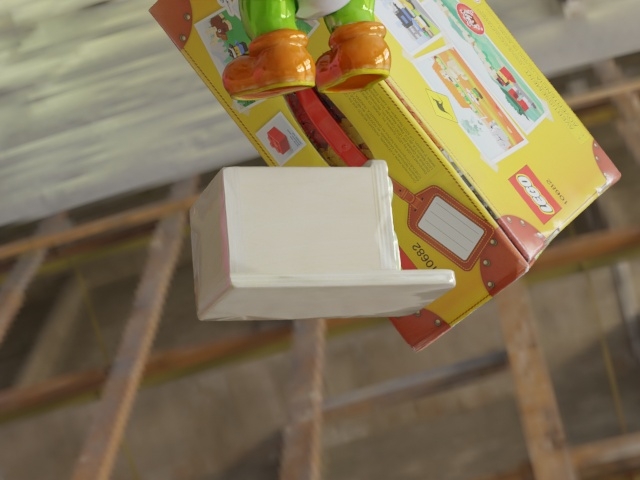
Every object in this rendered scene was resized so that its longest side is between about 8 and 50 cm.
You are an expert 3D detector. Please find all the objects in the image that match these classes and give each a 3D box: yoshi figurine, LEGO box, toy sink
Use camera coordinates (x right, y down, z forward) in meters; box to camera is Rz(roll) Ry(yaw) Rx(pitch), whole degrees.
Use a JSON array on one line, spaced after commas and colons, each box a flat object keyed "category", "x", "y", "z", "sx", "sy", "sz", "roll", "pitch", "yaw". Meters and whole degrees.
[{"category": "yoshi figurine", "x": -0.048, "y": -0.321, "z": 1.668, "sx": 0.203, "sy": 0.362, "sz": 0.203, "roll": -8, "pitch": 179, "yaw": 13}, {"category": "LEGO box", "x": 0.093, "y": -0.169, "z": 2.010, "sx": 0.193, "sy": 0.500, "sz": 0.372, "roll": -39, "pitch": 177, "yaw": 32}, {"category": "toy sink", "x": 0.000, "y": 0.000, "z": 1.683, "sx": 0.234, "sy": 0.131, "sz": 0.153, "roll": 0, "pitch": 166, "yaw": -16}]
